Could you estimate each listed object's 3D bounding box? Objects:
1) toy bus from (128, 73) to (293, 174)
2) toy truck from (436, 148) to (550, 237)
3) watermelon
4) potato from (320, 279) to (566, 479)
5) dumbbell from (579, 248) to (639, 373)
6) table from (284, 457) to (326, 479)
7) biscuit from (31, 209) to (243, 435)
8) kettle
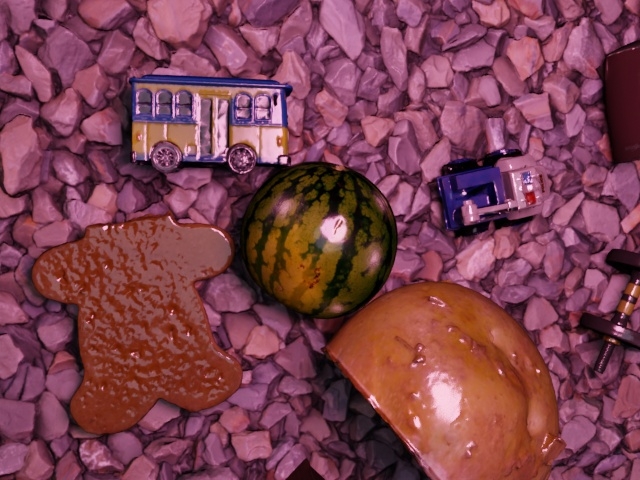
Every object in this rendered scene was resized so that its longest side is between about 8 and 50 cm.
[{"bbox_3d":[-0.197,-0.209,1.174,0.287,0.138,0.175,0,94,-8],"label":"toy bus"},{"bbox_3d":[0.341,-0.092,1.240,0.213,0.177,0.161,-13,94,-7],"label":"toy truck"},{"bbox_3d":[0.000,0.000,1.138,0.285,0.285,0.285,0,93,-8],"label":"watermelon"},{"bbox_3d":[0.250,0.260,1.141,0.319,0.385,0.442,-43,112,-7],"label":"potato"},{"bbox_3d":[0.633,0.121,1.312,0.143,0.143,0.326,23,90,-9],"label":"dumbbell"},{"bbox_3d":[-0.018,0.564,1.217,0.172,0.193,0.169,-45,99,-3],"label":"table"},{"bbox_3d":[-0.320,0.146,1.213,0.368,0.076,0.394,-13,98,-7],"label":"biscuit"},{"bbox_3d":[0.660,-0.285,1.271,0.144,0.202,0.232,-17,95,-34],"label":"kettle"}]
